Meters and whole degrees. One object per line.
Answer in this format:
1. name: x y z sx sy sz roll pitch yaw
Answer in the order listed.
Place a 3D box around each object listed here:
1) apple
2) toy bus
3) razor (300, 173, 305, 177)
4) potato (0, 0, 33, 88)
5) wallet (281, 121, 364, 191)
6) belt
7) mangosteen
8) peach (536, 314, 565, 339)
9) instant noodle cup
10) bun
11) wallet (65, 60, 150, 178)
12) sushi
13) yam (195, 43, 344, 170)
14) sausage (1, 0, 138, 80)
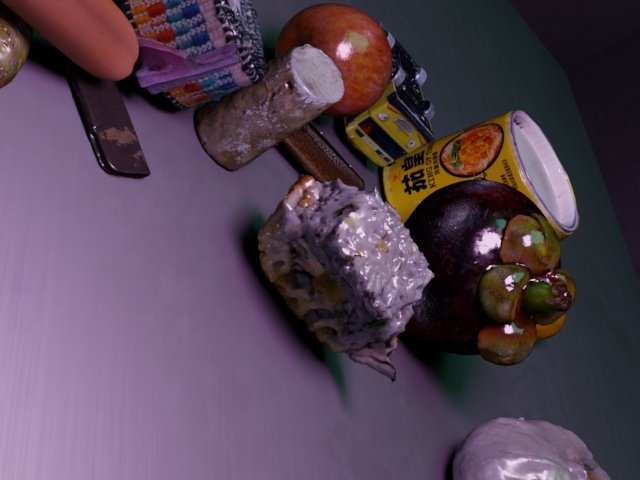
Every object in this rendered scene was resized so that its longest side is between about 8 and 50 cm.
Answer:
1. apple: 0.019 -0.298 1.752 0.174 0.188 0.188 6 58 -47
2. toy bus: 0.112 -0.259 1.926 0.128 0.150 0.262 42 26 -32
3. razor: -0.003 -0.041 1.624 0.044 0.028 0.154 25 43 -51
4. potato: -0.355 -0.246 1.155 0.119 0.054 0.198 45 29 -24
5. wallet: -0.006 -0.141 1.705 0.243 0.039 0.133 46 24 -29
6. belt: -0.183 -0.299 1.417 0.207 0.160 0.295 52 21 -61
7. mangosteen: 0.265 0.048 1.699 0.300 0.300 0.300 43 30 -33
8. peach: 0.439 0.117 2.199 0.179 0.103 0.179 42 34 -37
9. instant noodle cup: 0.306 -0.076 1.958 0.325 0.254 0.325 41 35 -37
10. bun: 0.346 0.420 1.599 0.354 0.194 0.354 44 28 -30
11. wallet: -0.256 -0.147 1.275 0.082 0.018 0.156 4 61 -60
12. sushi: 0.037 0.042 1.404 0.139 0.184 0.274 -48 113 -34
13. yam: -0.068 -0.187 1.462 0.107 0.194 0.107 46 26 -30
14. sausage: -0.286 -0.262 1.156 0.289 0.086 0.086 46 24 -65
